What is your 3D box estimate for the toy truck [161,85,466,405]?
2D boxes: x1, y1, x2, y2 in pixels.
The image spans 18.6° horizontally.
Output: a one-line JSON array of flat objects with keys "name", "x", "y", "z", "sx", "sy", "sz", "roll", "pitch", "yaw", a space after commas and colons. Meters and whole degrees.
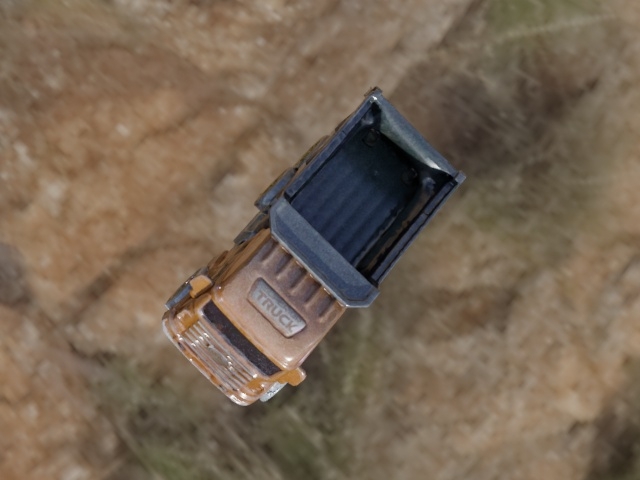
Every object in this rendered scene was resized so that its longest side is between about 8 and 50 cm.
[{"name": "toy truck", "x": 0.000, "y": 0.000, "z": 1.105, "sx": 0.083, "sy": 0.092, "sz": 0.192, "roll": 45, "pitch": 58, "yaw": -7}]
